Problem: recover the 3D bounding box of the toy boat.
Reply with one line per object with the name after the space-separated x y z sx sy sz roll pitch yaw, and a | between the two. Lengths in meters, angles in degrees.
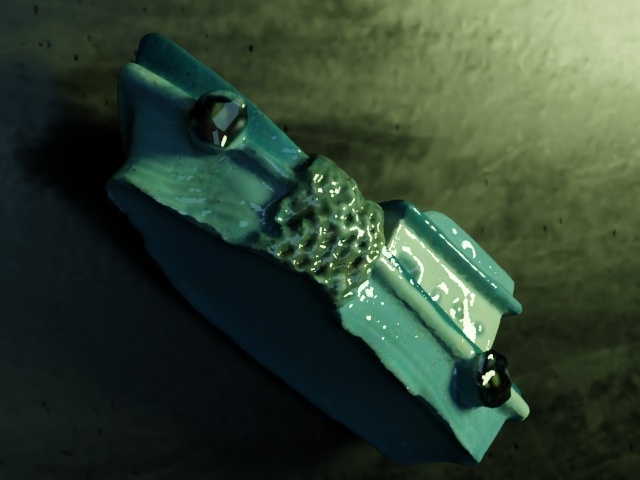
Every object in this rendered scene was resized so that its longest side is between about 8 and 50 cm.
0.000 0.000 0.737 0.238 0.109 0.098 42 57 -29 | toy boat
